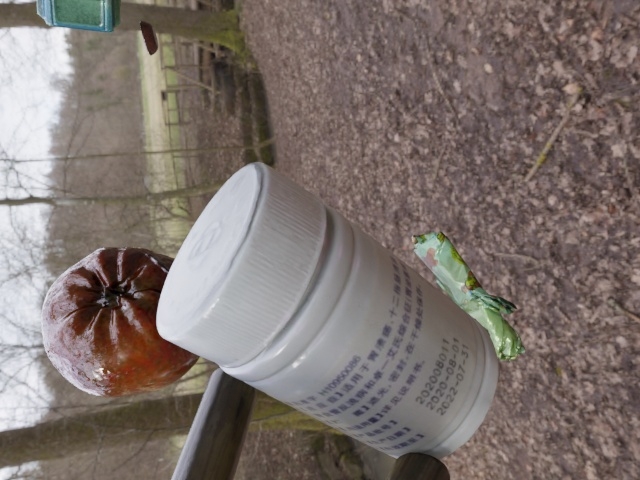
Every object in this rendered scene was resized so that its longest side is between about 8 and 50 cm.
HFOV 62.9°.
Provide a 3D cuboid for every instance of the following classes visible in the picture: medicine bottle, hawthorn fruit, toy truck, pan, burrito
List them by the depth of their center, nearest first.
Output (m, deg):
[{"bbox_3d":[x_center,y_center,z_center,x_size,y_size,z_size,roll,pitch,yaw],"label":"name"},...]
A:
[{"bbox_3d":[0.012,0.084,0.546,0.190,0.332,0.190,-39,30,28],"label":"medicine bottle"},{"bbox_3d":[0.268,0.094,0.908,0.288,0.054,0.104,54,157,-3],"label":"burrito"},{"bbox_3d":[-0.439,-0.528,0.947,0.156,0.155,0.279,-130,44,-55],"label":"toy truck"},{"bbox_3d":[-0.351,-0.426,1.080,0.115,0.023,0.068,-112,11,-49],"label":"pan"},{"bbox_3d":[-0.492,0.221,1.359,0.403,0.403,0.402,176,90,-73],"label":"hawthorn fruit"}]

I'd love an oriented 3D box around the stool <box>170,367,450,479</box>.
[{"bbox_3d":[-0.052,0.324,0.511,0.226,0.310,0.310,-56,-15,-58],"label":"stool"}]
